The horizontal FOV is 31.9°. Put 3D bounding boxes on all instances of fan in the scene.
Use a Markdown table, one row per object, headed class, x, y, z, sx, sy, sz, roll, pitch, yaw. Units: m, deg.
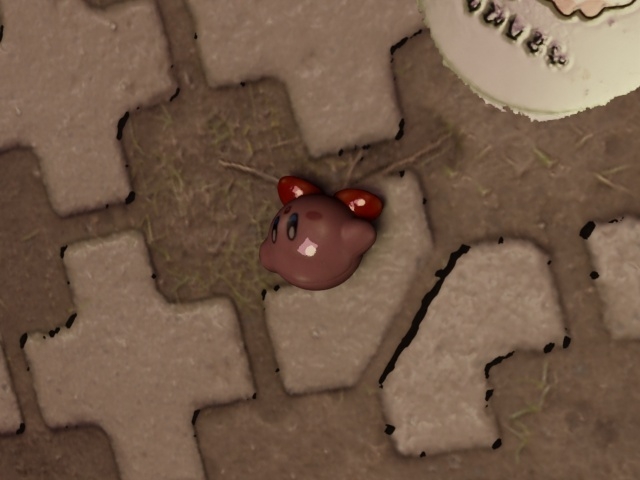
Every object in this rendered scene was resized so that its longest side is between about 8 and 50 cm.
| class | x | y | z | sx | sy | sz | roll | pitch | yaw |
| --- | --- | --- | --- | --- | --- | --- | --- | --- | --- |
| fan | 0.177 | -0.228 | 0.684 | 0.190 | 0.009 | 0.329 | 37 | 113 | 14 |

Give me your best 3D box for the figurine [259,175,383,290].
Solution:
| class | x | y | z | sx | sy | sz | roll | pitch | yaw |
| --- | --- | --- | --- | --- | --- | --- | --- | --- | --- |
| figurine | 0.000 | 0.000 | 0.776 | 0.083 | 0.071 | 0.067 | 1 | 142 | 32 |
